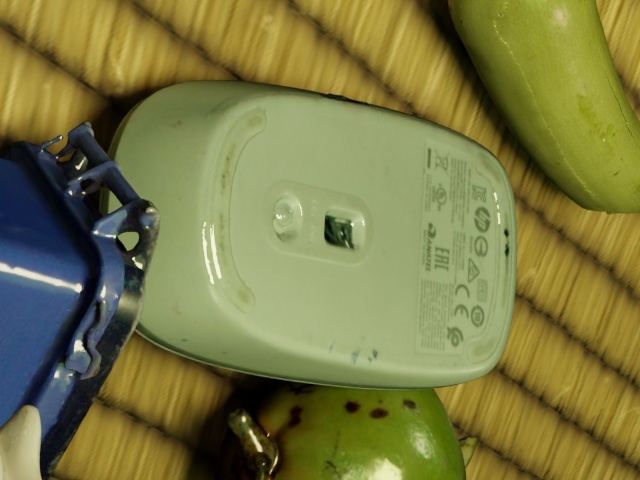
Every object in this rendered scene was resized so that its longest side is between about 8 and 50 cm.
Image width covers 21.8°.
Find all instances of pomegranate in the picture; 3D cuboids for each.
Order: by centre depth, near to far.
[{"bbox_3d":[0.021,0.141,1.025,0.156,0.156,0.220,-59,164,10],"label":"pomegranate"}]

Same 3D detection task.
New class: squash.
[{"bbox_3d":[0.142,-0.098,0.984,0.083,0.083,0.250,-42,135,-5],"label":"squash"}]

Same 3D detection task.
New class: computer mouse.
[{"bbox_3d":[-0.005,0.000,0.923,0.288,0.097,0.159,11,77,-46],"label":"computer mouse"}]

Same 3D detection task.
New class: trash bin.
[{"bbox_3d":[-0.212,0.012,0.756,0.234,0.162,0.184,21,105,-35],"label":"trash bin"}]

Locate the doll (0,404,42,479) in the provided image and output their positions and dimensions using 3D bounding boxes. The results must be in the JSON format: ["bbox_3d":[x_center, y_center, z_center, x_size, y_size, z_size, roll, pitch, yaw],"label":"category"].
[{"bbox_3d":[-0.236,0.141,0.702,0.188,0.099,0.384,28,144,-33],"label":"doll"}]
